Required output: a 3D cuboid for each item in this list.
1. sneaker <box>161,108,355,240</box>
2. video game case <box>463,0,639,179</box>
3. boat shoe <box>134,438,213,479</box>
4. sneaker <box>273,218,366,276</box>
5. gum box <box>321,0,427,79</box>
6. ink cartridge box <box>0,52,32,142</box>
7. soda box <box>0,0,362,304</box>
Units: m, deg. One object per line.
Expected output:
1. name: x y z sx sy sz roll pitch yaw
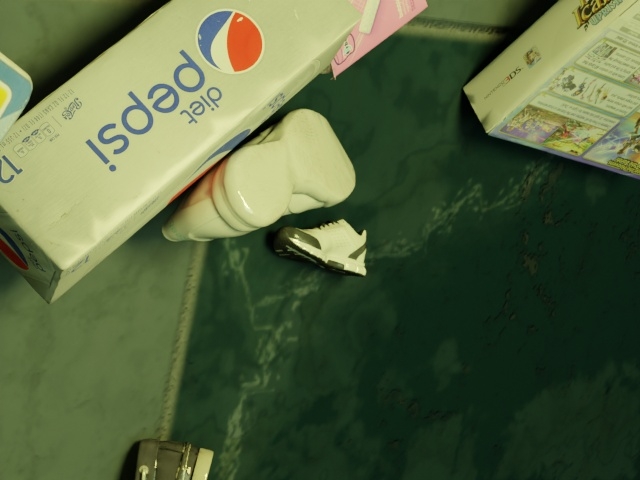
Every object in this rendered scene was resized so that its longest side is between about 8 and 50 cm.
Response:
1. sneaker: -0.049 -0.044 1.152 0.212 0.094 0.080 -24 88 -62
2. video game case: 0.301 -0.169 1.359 0.269 0.061 0.244 11 135 -47
3. boat shoe: -0.148 0.253 1.212 0.065 0.075 0.206 20 102 -5
4. sneaker: 0.000 0.000 1.248 0.109 0.040 0.044 20 78 -51
5. gum box: 0.008 -0.224 1.125 0.107 0.062 0.188 -40 132 -25
6. ink cartridge box: -0.361 -0.137 0.640 0.395 0.270 0.151 42 74 -47
7. soda box: -0.108 -0.089 1.025 0.286 0.098 0.091 -43 179 -23
